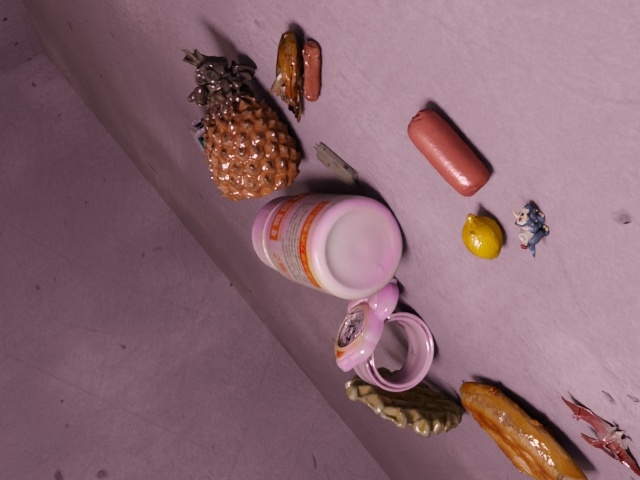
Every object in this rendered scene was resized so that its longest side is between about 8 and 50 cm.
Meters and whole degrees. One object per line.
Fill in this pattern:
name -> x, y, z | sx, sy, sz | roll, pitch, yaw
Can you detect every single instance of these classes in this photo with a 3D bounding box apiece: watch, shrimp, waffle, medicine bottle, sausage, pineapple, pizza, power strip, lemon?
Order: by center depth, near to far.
sausage -> 0.196, -0.137, 1.066 | 0.154, 0.062, 0.062 | 50, 162, 6
lemon -> 0.266, -0.008, 1.135 | 0.092, 0.065, 0.065 | 53, 163, -18
sausage -> -0.017, -0.313, 1.302 | 0.036, 0.042, 0.158 | 9, 156, 3
shrimp -> -0.067, -0.295, 1.341 | 0.066, 0.117, 0.262 | 7, 150, 5
power strip -> 0.031, -0.165, 1.486 | 0.136, 0.019, 0.051 | 43, 162, 26
pizza -> 0.441, 0.431, 1.504 | 0.335, 0.086, 0.226 | 37, 161, 44
pineapple -> -0.189, -0.279, 1.549 | 0.223, 0.223, 0.357 | 15, 130, 62
medicine bottle -> 0.000, 0.000, 1.559 | 0.219, 0.219, 0.388 | 58, 162, -18
watch -> 0.163, 0.236, 1.689 | 0.217, 0.248, 0.211 | 30, 167, -19
waffle -> 0.216, 0.409, 1.770 | 0.291, 0.056, 0.309 | 24, -168, 28

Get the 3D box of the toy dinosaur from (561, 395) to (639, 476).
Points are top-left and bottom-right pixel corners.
toy dinosaur -> 0.525, 0.366, 1.260 | 0.220, 0.032, 0.108 | 47, 159, 10

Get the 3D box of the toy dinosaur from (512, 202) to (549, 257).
toy dinosaur -> 0.314, -0.016, 1.030 | 0.030, 0.047, 0.083 | 21, 143, 55

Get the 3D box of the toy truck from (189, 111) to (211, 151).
toy truck -> -0.277, -0.277, 1.870 | 0.216, 0.116, 0.110 | 30, 152, 49
